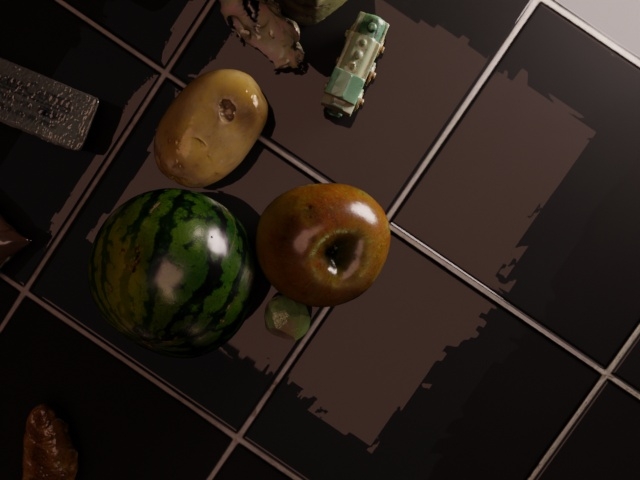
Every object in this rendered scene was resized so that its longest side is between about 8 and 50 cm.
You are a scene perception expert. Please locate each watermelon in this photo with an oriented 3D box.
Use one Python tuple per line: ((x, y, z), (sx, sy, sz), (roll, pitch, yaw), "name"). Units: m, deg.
((-0.247, 0.053, 1.182), (0.284, 0.285, 0.286), (0, 93, 3), "watermelon")

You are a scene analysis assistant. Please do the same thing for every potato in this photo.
((-0.200, -0.203, 1.241), (0.234, 0.146, 0.150), (-51, 134, -8), "potato")

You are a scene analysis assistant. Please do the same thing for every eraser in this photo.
((-0.574, -0.272, 1.285), (0.352, 0.077, 0.112), (23, 94, 2), "eraser")

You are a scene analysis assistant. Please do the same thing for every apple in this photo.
((0.000, 0.000, 1.224), (0.236, 0.207, 0.237), (-3, 104, -12), "apple")

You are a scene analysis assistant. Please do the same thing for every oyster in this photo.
((-0.103, -0.401, 1.255), (0.209, 0.133, 0.072), (34, 56, 8), "oyster")

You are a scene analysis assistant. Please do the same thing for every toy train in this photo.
((0.063, -0.312, 1.229), (0.080, 0.125, 0.194), (23, 94, -2), "toy train")

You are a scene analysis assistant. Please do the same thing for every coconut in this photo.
((-0.064, 0.139, 1.282), (0.083, 0.081, 0.082), (-39, 132, 8), "coconut")

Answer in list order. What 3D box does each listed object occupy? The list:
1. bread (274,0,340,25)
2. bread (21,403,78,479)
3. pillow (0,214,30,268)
((0.000, -0.464, 1.121), (0.187, 0.338, 0.155), (-39, 97, 4), "bread")
((-0.509, 0.414, 1.317), (0.104, 0.076, 0.233), (5, 100, 14), "bread")
((-0.747, -0.005, 1.293), (0.308, 0.108, 0.305), (-42, 85, 1), "pillow")
